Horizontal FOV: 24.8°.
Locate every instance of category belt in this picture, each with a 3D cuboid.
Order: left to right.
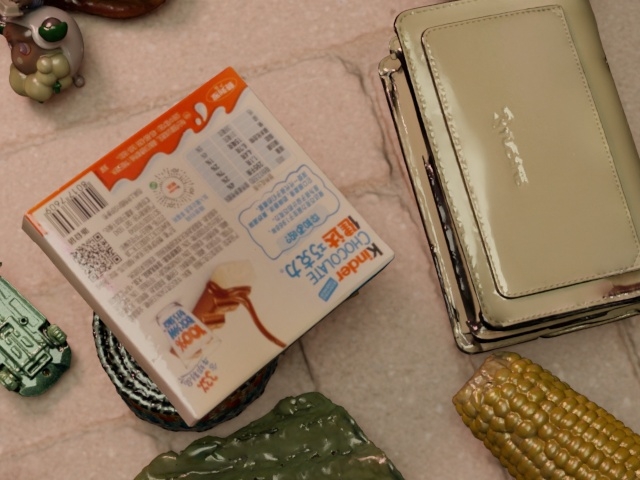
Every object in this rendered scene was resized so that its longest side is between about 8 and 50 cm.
[{"bbox_3d":[-0.128,0.068,1.529,0.207,0.150,0.257,14,73,1],"label":"belt"}]

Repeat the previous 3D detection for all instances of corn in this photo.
[{"bbox_3d":[0.289,0.244,1.474,0.347,0.130,0.130,41,81,13],"label":"corn"}]

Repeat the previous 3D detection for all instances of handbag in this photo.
[{"bbox_3d":[0.221,-0.079,1.552,0.237,0.160,0.358,-13,76,-6],"label":"handbag"}]

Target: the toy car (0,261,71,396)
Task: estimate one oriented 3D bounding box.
[{"bbox_3d":[-0.350,0.087,1.584,0.186,0.058,0.093,45,81,1],"label":"toy car"}]

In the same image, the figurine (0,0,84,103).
[{"bbox_3d":[-0.324,-0.249,1.624,0.093,0.147,0.197,-33,118,-27],"label":"figurine"}]

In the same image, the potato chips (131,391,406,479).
[{"bbox_3d":[-0.060,0.364,1.476,0.389,0.097,0.373,-31,77,-4],"label":"potato chips"}]

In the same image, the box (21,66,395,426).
[{"bbox_3d":[-0.108,0.001,1.451,0.273,0.048,0.265,-38,83,-23],"label":"box"}]

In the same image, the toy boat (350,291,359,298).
[{"bbox_3d":[0.000,0.000,1.594,0.047,0.049,0.149,-25,75,-5],"label":"toy boat"}]

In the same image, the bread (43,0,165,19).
[{"bbox_3d":[-0.327,-0.338,1.684,0.344,0.084,0.124,11,77,6],"label":"bread"}]
